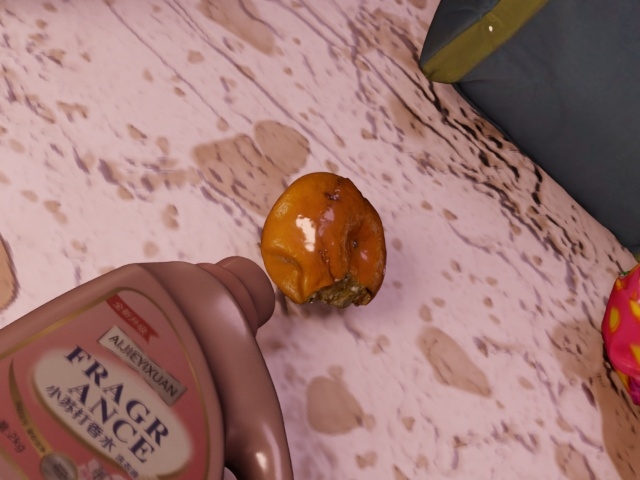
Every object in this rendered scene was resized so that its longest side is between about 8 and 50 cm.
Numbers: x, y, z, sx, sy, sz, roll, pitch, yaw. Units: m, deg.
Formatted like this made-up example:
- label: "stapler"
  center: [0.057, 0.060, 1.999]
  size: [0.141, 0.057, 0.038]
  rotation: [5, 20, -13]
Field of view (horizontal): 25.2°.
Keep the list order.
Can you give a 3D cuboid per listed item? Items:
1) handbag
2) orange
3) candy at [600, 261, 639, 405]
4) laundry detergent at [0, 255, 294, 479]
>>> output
- label: "handbag"
  center: [0.225, -0.148, 1.025]
  size: [0.241, 0.222, 0.263]
  rotation: [37, 37, -13]
- label: "orange"
  center: [0.000, 0.000, 0.824]
  size: [0.086, 0.062, 0.086]
  rotation: [-6, 96, -58]
- label: "candy"
  center: [0.209, 0.135, 0.840]
  size: [0.124, 0.124, 0.365]
  rotation: [34, 42, -10]
- label: "laundry detergent"
  center: [-0.076, 0.097, 0.666]
  size: [0.171, 0.076, 0.237]
  rotation: [49, 37, 7]
